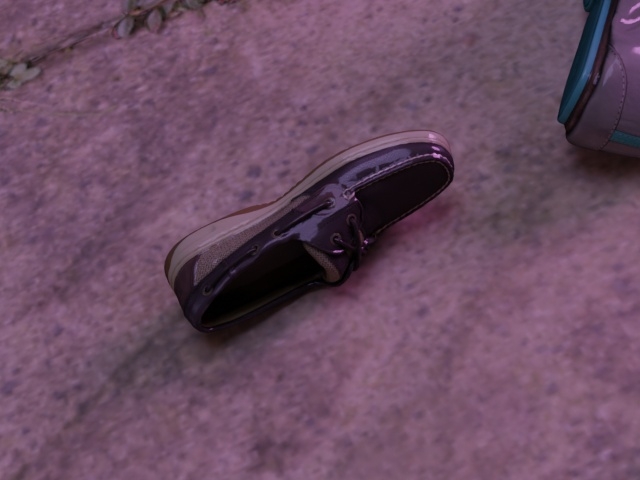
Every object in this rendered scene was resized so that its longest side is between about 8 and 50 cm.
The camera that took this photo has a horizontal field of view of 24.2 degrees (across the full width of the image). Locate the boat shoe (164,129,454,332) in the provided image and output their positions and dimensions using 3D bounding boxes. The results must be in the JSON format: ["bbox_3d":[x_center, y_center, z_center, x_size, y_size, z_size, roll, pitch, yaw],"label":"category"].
[{"bbox_3d":[0.000,0.000,0.718,0.152,0.056,0.049,-29,50,6],"label":"boat shoe"}]

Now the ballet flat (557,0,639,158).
[{"bbox_3d":[0.167,-0.123,0.770,0.068,0.072,0.213,17,52,-2],"label":"ballet flat"}]
